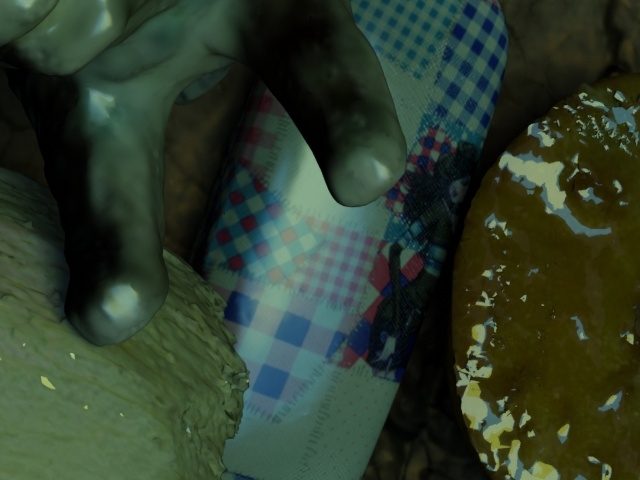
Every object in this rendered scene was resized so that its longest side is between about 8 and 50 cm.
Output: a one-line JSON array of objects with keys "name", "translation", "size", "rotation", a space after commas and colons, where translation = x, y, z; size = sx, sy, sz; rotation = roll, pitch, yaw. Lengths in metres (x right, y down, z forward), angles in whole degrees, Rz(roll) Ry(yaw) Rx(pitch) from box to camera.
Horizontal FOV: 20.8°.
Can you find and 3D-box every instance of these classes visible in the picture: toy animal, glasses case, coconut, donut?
[{"name": "toy animal", "translation": [-0.108, -0.163, 0.715], "size": [0.194, 0.344, 0.303], "rotation": [-34, 112, 19]}, {"name": "glasses case", "translation": [0.000, 0.000, 0.916], "size": [0.125, 0.076, 0.327], "rotation": [19, 90, -17]}, {"name": "coconut", "translation": [-0.191, 0.104, 0.757], "size": [0.254, 0.297, 0.297], "rotation": [28, 88, -20]}, {"name": "donut", "translation": [0.184, 0.051, 0.940], "size": [0.277, 0.108, 0.277], "rotation": [1, 82, -11]}]
